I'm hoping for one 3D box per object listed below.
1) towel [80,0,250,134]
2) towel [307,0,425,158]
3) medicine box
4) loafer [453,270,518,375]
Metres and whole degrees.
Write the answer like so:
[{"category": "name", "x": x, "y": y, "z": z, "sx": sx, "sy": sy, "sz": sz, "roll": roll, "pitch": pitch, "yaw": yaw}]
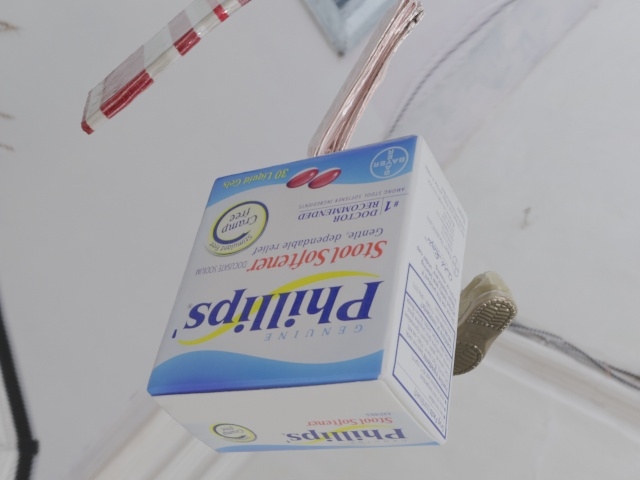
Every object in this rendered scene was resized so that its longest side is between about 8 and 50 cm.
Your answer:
[{"category": "towel", "x": -0.205, "y": -0.282, "z": 1.254, "sx": 0.329, "sy": 0.037, "sz": 0.237, "roll": -39, "pitch": -158, "yaw": 5}, {"category": "towel", "x": 0.070, "y": -0.263, "z": 1.518, "sx": 0.317, "sy": 0.053, "sz": 0.332, "roll": -59, "pitch": -175, "yaw": 8}, {"category": "medicine box", "x": -0.002, "y": 0.061, "z": 0.922, "sx": 0.263, "sy": 0.149, "sz": 0.289, "roll": -9, "pitch": -131, "yaw": 27}, {"category": "loafer", "x": 0.259, "y": 0.149, "z": 1.543, "sx": 0.268, "sy": 0.102, "sz": 0.092, "roll": -52, "pitch": -162, "yaw": 45}]
